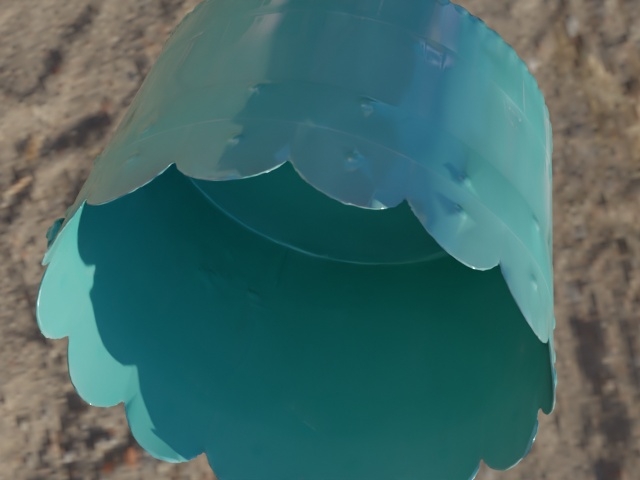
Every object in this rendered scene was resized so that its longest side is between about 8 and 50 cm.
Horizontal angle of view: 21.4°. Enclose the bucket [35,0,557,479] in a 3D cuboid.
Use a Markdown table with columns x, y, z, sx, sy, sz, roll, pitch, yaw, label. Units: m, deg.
| x | y | z | sx | sy | sz | roll | pitch | yaw | label |
| --- | --- | --- | --- | --- | --- | --- | --- | --- | --- |
| 0.000 | 0.000 | 0.930 | 0.281 | 0.281 | 0.183 | 46 | 40 | -29 | bucket |
